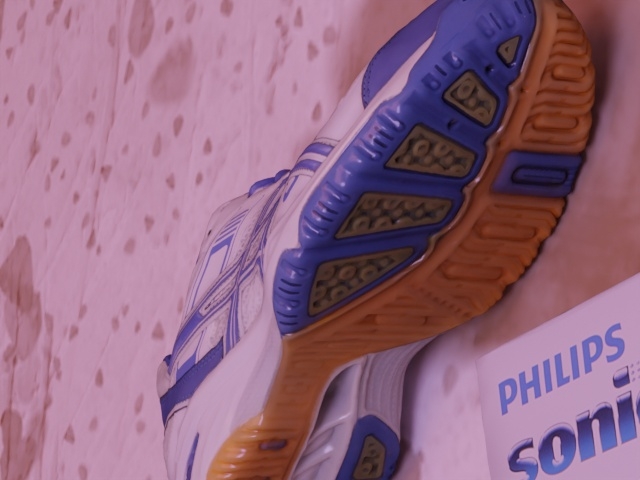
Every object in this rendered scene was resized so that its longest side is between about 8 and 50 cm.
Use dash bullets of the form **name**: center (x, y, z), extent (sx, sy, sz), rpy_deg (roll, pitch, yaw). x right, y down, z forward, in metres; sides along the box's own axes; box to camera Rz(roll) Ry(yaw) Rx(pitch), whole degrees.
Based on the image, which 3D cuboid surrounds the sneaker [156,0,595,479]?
- **sneaker**: center (0.000, 0.000, 0.810), extent (0.296, 0.112, 0.131), rpy_deg (-59, 38, 28)

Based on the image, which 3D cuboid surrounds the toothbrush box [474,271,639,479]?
- **toothbrush box**: center (0.166, 0.138, 0.502), extent (0.216, 0.126, 0.295), rpy_deg (-33, 54, 50)
